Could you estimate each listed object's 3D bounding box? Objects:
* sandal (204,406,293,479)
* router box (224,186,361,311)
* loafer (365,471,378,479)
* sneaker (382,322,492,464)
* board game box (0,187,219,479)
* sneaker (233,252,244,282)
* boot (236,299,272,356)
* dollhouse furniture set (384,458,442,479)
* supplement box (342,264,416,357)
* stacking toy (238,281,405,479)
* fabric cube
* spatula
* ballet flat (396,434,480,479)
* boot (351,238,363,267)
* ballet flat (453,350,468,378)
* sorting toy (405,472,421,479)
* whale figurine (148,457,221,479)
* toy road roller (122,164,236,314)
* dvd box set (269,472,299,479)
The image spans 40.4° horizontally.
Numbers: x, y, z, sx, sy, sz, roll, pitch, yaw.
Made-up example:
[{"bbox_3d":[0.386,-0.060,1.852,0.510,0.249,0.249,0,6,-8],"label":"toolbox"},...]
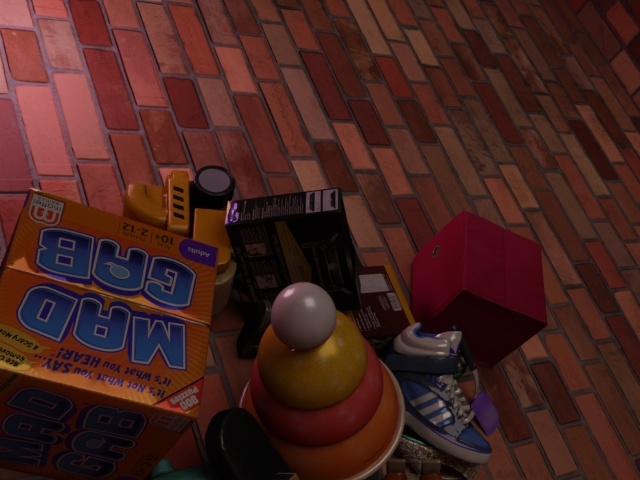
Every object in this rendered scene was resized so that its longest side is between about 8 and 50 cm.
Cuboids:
[{"bbox_3d":[-0.101,0.516,1.656,0.445,0.107,0.167,63,30,-11],"label":"sandal"},{"bbox_3d":[-0.051,0.036,1.881,0.243,0.308,0.081,-6,44,7],"label":"router box"},{"bbox_3d":[0.066,0.432,1.894,0.109,0.095,0.302,29,40,-24],"label":"loafer"},{"bbox_3d":[0.289,0.329,1.970,0.323,0.236,0.130,32,10,17],"label":"sneaker"},{"bbox_3d":[-0.427,0.193,1.567,0.357,0.356,0.356,19,48,-20],"label":"board game box"},{"bbox_3d":[-0.125,0.014,2.093,0.151,0.094,0.256,30,47,-18],"label":"sneaker"},{"bbox_3d":[-0.065,0.199,1.931,0.209,0.189,0.076,6,51,-22],"label":"boot"},{"bbox_3d":[0.247,0.610,1.823,0.259,0.135,0.262,0,50,4],"label":"dollhouse furniture set"},{"bbox_3d":[0.095,0.176,2.086,0.194,0.129,0.191,-3,58,-35],"label":"supplement box"},{"bbox_3d":[-0.008,0.234,1.670,0.351,0.480,0.350,-2,50,2],"label":"stacking toy"},{"bbox_3d":[0.400,0.129,2.236,0.259,0.254,0.258,23,48,-17],"label":"fabric cube"},{"bbox_3d":[0.377,0.335,2.138,0.084,0.030,0.296,-35,111,-46],"label":"spatula"},{"bbox_3d":[0.256,0.498,1.973,0.241,0.091,0.077,19,77,-14],"label":"ballet flat"},{"bbox_3d":[0.030,0.094,2.157,0.198,0.077,0.137,-41,123,-16],"label":"boot"},{"bbox_3d":[0.272,0.311,2.124,0.247,0.087,0.083,-8,61,-37],"label":"ballet flat"},{"bbox_3d":[0.205,0.549,1.941,0.083,0.012,0.062,18,48,-21],"label":"sorting toy"},{"bbox_3d":[-0.227,0.480,1.622,0.216,0.141,0.272,46,44,8],"label":"whale figurine"},{"bbox_3d":[-0.318,-0.006,1.926,0.241,0.202,0.329,3,52,-13],"label":"toy road roller"},{"bbox_3d":[-0.073,0.666,1.503,0.308,0.062,0.420,-32,102,-42],"label":"dvd box set"}]
